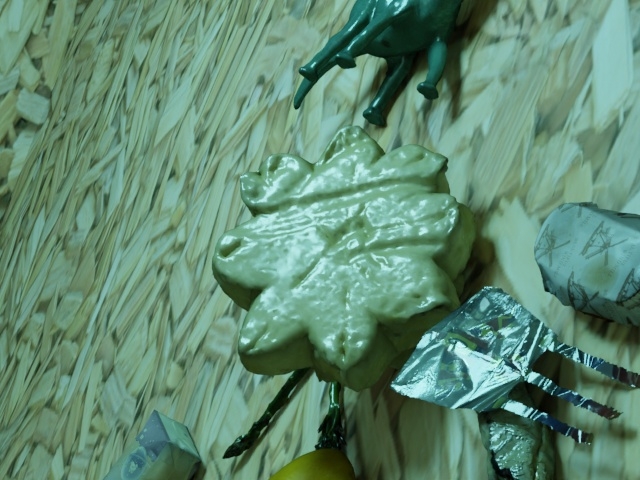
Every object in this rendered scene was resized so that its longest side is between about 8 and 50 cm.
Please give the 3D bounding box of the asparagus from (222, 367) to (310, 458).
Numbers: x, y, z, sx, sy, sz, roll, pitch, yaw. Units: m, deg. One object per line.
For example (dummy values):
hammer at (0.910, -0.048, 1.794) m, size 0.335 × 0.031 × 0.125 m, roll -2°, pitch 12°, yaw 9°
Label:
asparagus at (-0.046, 0.180, 1.754) m, size 0.023 × 0.022 × 0.233 m, roll 45°, pitch 114°, yaw 17°

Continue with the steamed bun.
steamed bun at (0.033, 0.037, 1.552) m, size 0.295 × 0.137 × 0.292 m, roll 25°, pitch 69°, yaw 30°

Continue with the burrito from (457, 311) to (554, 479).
burrito at (0.160, 0.152, 1.330) m, size 0.063 × 0.058 × 0.229 m, roll -48°, pitch 31°, yaw 22°

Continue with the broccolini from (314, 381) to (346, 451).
broccolini at (0.009, 0.180, 1.627) m, size 0.030 × 0.035 × 0.140 m, roll -39°, pitch 34°, yaw 38°

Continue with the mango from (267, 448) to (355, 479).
mango at (-0.030, 0.306, 1.511) m, size 0.145 × 0.112 × 0.219 m, roll -11°, pitch 44°, yaw 55°

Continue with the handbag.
handbag at (-0.224, 0.313, 1.914) m, size 0.173 × 0.095 × 0.117 m, roll -54°, pitch 20°, yaw 5°

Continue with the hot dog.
hot dog at (0.247, 0.019, 1.282) m, size 0.192 × 0.053 × 0.099 m, roll 24°, pitch 90°, yaw 63°

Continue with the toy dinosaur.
toy dinosaur at (0.124, -0.309, 1.806) m, size 0.331 × 0.129 × 0.383 m, roll -59°, pitch 22°, yaw -14°

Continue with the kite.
kite at (0.171, 0.112, 1.302) m, size 0.141 × 0.015 × 0.245 m, roll -47°, pitch 35°, yaw -16°
